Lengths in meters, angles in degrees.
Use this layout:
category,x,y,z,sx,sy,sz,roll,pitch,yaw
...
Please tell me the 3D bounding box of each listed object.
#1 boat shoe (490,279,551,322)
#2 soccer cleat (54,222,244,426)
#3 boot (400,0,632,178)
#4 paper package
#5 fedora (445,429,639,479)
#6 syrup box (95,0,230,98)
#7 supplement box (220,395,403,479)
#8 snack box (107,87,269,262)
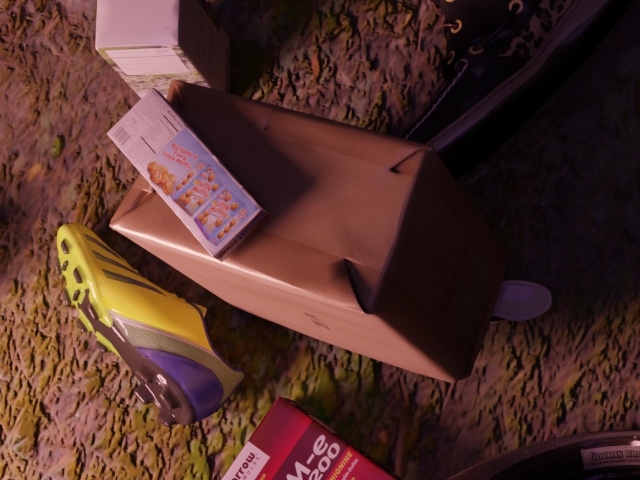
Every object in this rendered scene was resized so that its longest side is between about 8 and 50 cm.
category,x,y,z,sx,sy,sz,roll,pitch,yaw
boat shoe,0.194,0.071,1.484,0.125,0.038,0.046,-11,86,9
soccer cleat,-0.201,0.086,1.537,0.121,0.093,0.289,-29,68,-29
boot,0.148,-0.261,1.510,0.284,0.138,0.377,43,84,14
paper package,0.000,0.000,1.366,0.309,0.325,0.168,17,80,24
fedora,0.265,0.287,1.339,0.275,0.243,0.124,-15,101,-30
syrup box,-0.172,-0.222,1.505,0.093,0.237,0.096,-1,79,9
supplement box,0.020,0.289,1.450,0.239,0.073,0.130,33,86,15
snack box,-0.125,-0.063,1.238,0.064,0.022,0.178,-44,64,3
